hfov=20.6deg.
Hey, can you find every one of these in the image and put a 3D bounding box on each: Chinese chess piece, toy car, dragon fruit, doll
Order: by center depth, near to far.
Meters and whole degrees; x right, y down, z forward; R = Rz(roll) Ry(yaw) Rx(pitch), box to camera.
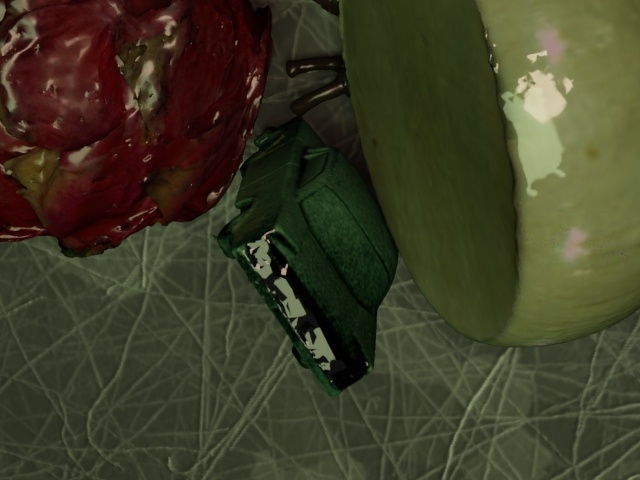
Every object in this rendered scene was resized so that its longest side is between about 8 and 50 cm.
[{"bbox_3d":[0.134,-0.099,1.235,0.146,0.349,0.349,-15,117,-15],"label":"Chinese chess piece"},{"bbox_3d":[-0.192,-0.140,1.345,0.329,0.329,0.329,5,118,10],"label":"dragon fruit"},{"bbox_3d":[0.000,0.000,1.362,0.097,0.320,0.141,-31,105,12],"label":"toy car"},{"bbox_3d":[0.047,-0.162,1.416,0.165,0.057,0.139,-1,115,4],"label":"doll"}]
